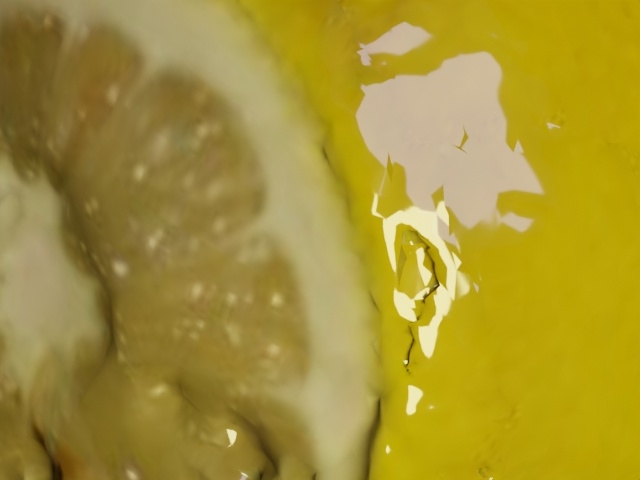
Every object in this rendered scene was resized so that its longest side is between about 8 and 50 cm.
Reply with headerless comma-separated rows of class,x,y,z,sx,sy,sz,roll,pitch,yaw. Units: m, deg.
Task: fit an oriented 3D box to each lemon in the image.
lemon,0.000,0.000,0.483,0.219,0.240,0.240,-16,80,-54
